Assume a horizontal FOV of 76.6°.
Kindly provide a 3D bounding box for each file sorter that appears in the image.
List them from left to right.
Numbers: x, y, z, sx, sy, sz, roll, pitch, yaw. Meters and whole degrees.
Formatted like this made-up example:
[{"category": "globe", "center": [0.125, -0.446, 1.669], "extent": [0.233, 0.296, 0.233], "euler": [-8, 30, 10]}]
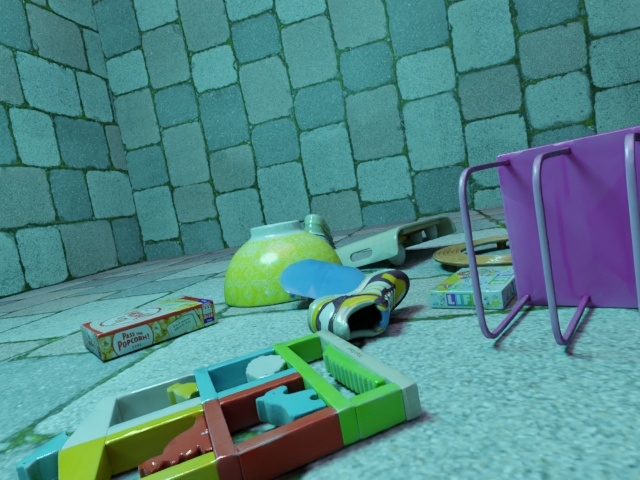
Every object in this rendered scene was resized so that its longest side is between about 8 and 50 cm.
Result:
[{"category": "file sorter", "center": [0.308, -0.005, 0.384], "extent": [0.290, 0.202, 0.182], "euler": [-6, 10, 42]}]

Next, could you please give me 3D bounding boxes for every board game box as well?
[{"category": "board game box", "center": [-0.308, 0.150, 0.730], "extent": [0.193, 0.045, 0.146], "euler": [-14, 6, -40]}, {"category": "board game box", "center": [0.008, 0.088, 0.774], "extent": [0.168, 0.033, 0.133], "euler": [11, 27, 11]}, {"category": "board game box", "center": [0.246, 0.070, 0.627], "extent": [0.103, 0.026, 0.154], "euler": [-6, 6, 38]}]

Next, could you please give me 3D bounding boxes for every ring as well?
[{"category": "ring", "center": [0.408, 0.022, 0.845], "extent": [0.336, 0.032, 0.336], "euler": [-11, 5, 1]}]

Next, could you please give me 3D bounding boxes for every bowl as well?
[{"category": "bowl", "center": [-0.093, 0.039, 0.942], "extent": [0.289, 0.156, 0.289], "euler": [-11, 5, 1]}]

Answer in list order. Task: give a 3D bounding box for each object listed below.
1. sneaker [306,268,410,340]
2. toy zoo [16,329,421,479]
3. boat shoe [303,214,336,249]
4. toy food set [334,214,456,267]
[{"category": "sneaker", "center": [0.075, 0.092, 0.554], "extent": [0.185, 0.070, 0.084], "euler": [-21, 19, -35]}, {"category": "toy zoo", "center": [-0.089, 0.151, 0.354], "extent": [0.293, 0.030, 0.192], "euler": [-12, 5, -22]}, {"category": "boat shoe", "center": [0.000, 0.000, 1.191], "extent": [0.109, 0.094, 0.302], "euler": [7, -10, 4]}, {"category": "toy food set", "center": [0.199, 0.019, 1.088], "extent": [0.306, 0.092, 0.219], "euler": [-13, -6, -46]}]
